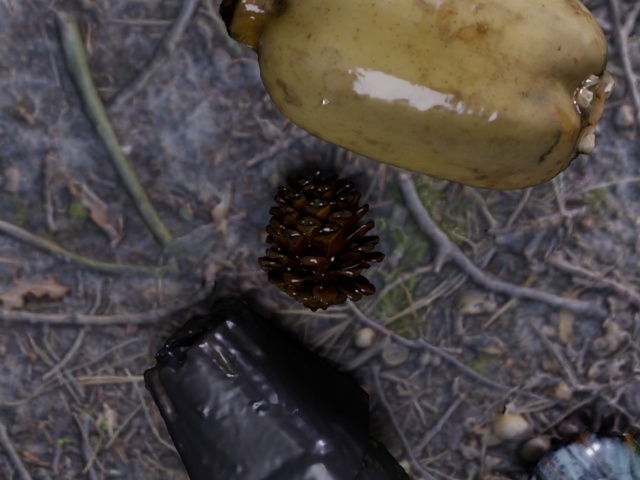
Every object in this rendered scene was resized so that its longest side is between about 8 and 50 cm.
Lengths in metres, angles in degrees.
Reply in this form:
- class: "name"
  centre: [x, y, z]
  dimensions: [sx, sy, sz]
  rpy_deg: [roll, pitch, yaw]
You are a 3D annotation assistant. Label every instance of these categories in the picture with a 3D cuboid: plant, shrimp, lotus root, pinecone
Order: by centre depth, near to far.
- class: "lotus root"
  centre: [0.070, -0.130, 0.821]
  dimensions: [0.284, 0.160, 0.146]
  rpy_deg: [17, 158, -6]
- class: "pinecone"
  centre: [-0.004, 0.001, 0.927]
  dimensions: [0.102, 0.102, 0.109]
  rpy_deg: [-17, 101, 8]
- class: "plant"
  centre: [-0.034, 0.173, 0.995]
  dimensions: [0.142, 0.164, 0.256]
  rpy_deg: [-39, 99, 16]
- class: "shrimp"
  centre: [0.196, 0.337, 1.089]
  dimensions: [0.137, 0.172, 0.372]
  rpy_deg: [14, 113, -16]
